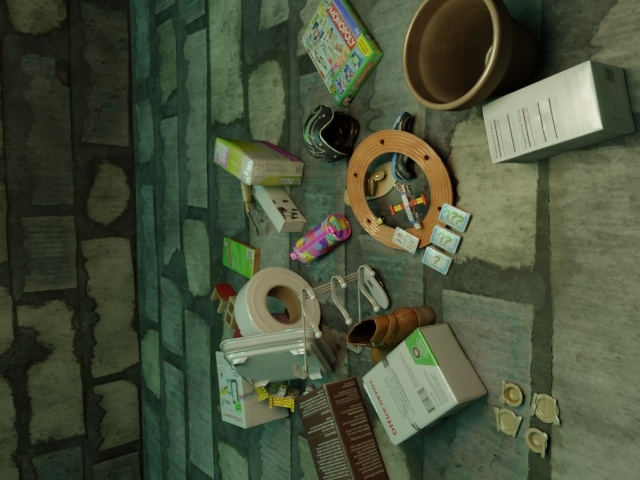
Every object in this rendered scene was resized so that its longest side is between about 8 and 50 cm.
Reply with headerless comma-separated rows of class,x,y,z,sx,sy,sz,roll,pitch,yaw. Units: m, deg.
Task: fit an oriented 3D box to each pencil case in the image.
pencil case,0.000,0.000,1.839,0.236,0.104,0.105,-38,63,47

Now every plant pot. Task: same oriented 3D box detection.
plant pot,0.348,-0.410,1.234,0.263,0.229,0.263,7,99,52

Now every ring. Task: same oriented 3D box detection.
ring,0.213,-0.136,1.534,0.336,0.032,0.337,17,118,36

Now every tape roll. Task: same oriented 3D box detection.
tape roll,-0.144,0.236,1.895,0.100,0.286,0.286,-42,60,45

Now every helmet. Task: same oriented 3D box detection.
helmet,0.023,-0.324,1.730,0.169,0.169,0.162,31,101,48

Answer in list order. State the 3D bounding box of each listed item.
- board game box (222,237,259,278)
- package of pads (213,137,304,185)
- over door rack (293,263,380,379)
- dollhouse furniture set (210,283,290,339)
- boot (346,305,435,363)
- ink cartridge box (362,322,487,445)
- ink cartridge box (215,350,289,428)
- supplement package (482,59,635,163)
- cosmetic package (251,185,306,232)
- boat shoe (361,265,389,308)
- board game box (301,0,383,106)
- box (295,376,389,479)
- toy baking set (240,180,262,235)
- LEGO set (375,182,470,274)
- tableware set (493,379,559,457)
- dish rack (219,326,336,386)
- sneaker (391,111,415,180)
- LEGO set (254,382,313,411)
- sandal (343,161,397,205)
board game box,-0.337,0.070,2.343,0.259,0.039,0.124,18,107,48
package of pads,-0.231,-0.286,2.011,0.296,0.229,0.101,35,120,45
over door rack,0.052,0.250,1.638,0.108,0.239,0.324,36,132,42
dollhouse furniture set,-0.254,0.263,2.127,0.374,0.201,0.152,48,130,47
boot,0.163,0.277,1.544,0.283,0.220,0.109,-45,58,45
ink cartridge box,0.266,0.386,1.498,0.289,0.121,0.211,-52,53,41
ink cartridge box,-0.262,0.550,2.148,0.198,0.197,0.270,-9,86,53
supplement package,0.479,-0.251,1.148,0.244,0.139,0.134,-14,83,52
cosmetic package,-0.152,-0.128,2.029,0.239,0.098,0.060,54,130,35
boat shoe,0.169,0.135,1.667,0.142,0.040,0.049,59,142,13
board game box,0.059,-0.608,1.753,0.213,0.046,0.317,-52,53,42
box,0.071,0.649,1.769,0.191,0.143,0.382,-39,61,47
toy baking set,-0.259,-0.153,2.134,0.030,0.197,0.256,-10,77,8
LEGO set,0.252,-0.038,1.481,0.244,0.060,0.183,32,123,29
tableware set,0.477,0.410,1.306,0.168,0.020,0.141,17,106,51
dish rack,-0.133,0.390,1.807,0.332,0.286,0.072,-10,53,12
sneaker,0.239,-0.257,1.537,0.078,0.067,0.188,8,102,40
LEGO set,-0.166,0.516,2.022,0.287,0.107,0.132,27,111,3
sandal,0.130,-0.161,1.667,0.240,0.079,0.088,-29,70,50
